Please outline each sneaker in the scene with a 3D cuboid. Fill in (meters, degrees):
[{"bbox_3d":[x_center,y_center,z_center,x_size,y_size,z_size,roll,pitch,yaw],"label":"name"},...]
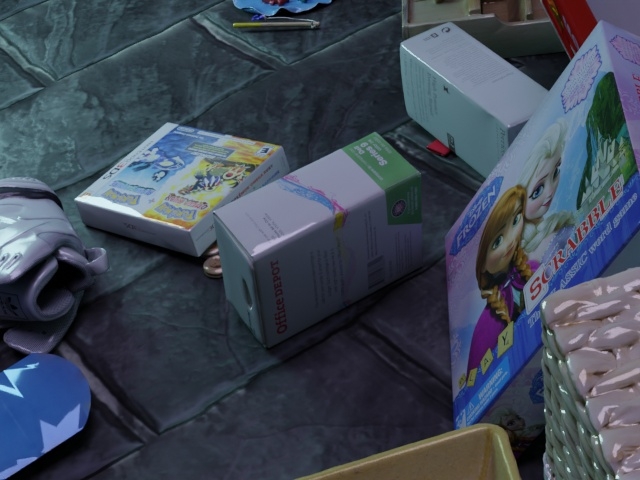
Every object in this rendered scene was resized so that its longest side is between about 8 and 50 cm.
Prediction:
[{"bbox_3d":[-0.420,0.060,1.479,0.366,0.137,0.210,-30,39,-26],"label":"sneaker"}]

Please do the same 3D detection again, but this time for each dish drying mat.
[{"bbox_3d":[0.174,-0.133,1.666,0.083,0.008,0.032,-37,45,-27],"label":"dish drying mat"}]

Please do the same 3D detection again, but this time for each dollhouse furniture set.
[{"bbox_3d":[0.218,-0.447,1.733,0.256,0.394,0.362,-5,39,8],"label":"dollhouse furniture set"}]

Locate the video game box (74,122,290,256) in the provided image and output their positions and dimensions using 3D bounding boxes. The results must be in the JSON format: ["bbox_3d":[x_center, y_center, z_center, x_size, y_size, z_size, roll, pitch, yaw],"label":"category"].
[{"bbox_3d":[-0.174,-0.069,1.640,0.205,0.048,0.187,14,47,36],"label":"video game box"}]

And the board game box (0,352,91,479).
[{"bbox_3d":[-0.317,0.195,1.373,0.169,0.033,0.133,-33,48,-17],"label":"board game box"}]

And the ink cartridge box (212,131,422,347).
[{"bbox_3d":[0.000,0.000,1.421,0.212,0.154,0.093,-29,52,-20],"label":"ink cartridge box"}]

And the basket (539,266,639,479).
[{"bbox_3d":[0.339,0.177,0.887,0.331,0.266,0.328,-17,46,2],"label":"basket"}]

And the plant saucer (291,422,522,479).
[{"bbox_3d":[0.032,0.330,1.047,0.333,0.081,0.332,-18,39,5],"label":"plant saucer"}]

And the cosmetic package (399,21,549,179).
[{"bbox_3d":[0.195,-0.161,1.599,0.085,0.117,0.231,-26,43,-16],"label":"cosmetic package"}]

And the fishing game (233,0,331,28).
[{"bbox_3d":[-0.052,-0.409,2.046,0.189,0.041,0.264,5,41,17],"label":"fishing game"}]

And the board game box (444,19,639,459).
[{"bbox_3d":[0.227,-0.001,1.260,0.066,0.318,0.318,22,36,-14],"label":"board game box"}]

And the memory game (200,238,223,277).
[{"bbox_3d":[-0.057,-0.002,1.561,0.186,0.012,0.186,-7,39,6],"label":"memory game"}]

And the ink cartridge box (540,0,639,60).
[{"bbox_3d":[0.346,-0.279,1.555,0.091,0.308,0.385,-23,34,21],"label":"ink cartridge box"}]
